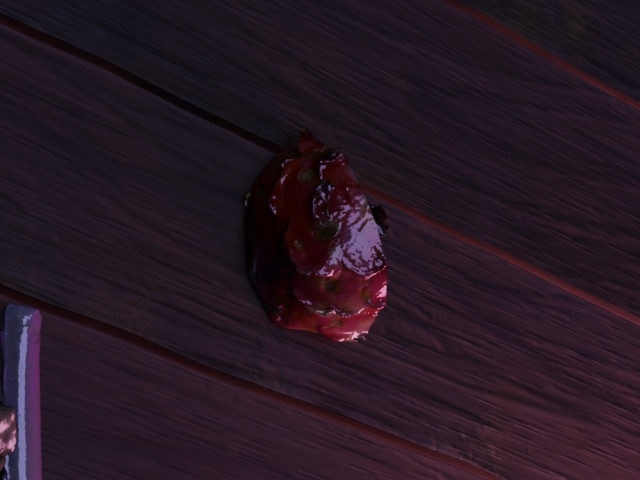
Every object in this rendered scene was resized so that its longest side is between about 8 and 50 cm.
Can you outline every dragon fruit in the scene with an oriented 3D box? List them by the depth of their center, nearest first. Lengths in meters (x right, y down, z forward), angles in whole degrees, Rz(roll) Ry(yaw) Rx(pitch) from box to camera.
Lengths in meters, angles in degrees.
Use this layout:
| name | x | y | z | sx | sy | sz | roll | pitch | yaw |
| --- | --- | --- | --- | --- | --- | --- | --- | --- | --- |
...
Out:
| name | x | y | z | sx | sy | sz | roll | pitch | yaw |
| --- | --- | --- | --- | --- | --- | --- | --- | --- | --- |
| dragon fruit | -0.006 | 0.002 | 1.788 | 0.126 | 0.161 | 0.274 | -16 | 97 | -30 |

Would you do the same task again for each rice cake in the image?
| name | x | y | z | sx | sy | sz | roll | pitch | yaw |
| --- | --- | --- | --- | --- | --- | --- | --- | --- | --- |
| rice cake | -0.335 | 0.205 | 1.664 | 0.055 | 0.049 | 0.269 | 1 | 87 | -28 |

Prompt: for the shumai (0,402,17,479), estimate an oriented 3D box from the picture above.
| name | x | y | z | sx | sy | sz | roll | pitch | yaw |
| --- | --- | --- | --- | --- | --- | --- | --- | --- | --- |
| shumai | -0.484 | 0.234 | 1.551 | 0.283 | 0.217 | 0.346 | -36 | 119 | -57 |
